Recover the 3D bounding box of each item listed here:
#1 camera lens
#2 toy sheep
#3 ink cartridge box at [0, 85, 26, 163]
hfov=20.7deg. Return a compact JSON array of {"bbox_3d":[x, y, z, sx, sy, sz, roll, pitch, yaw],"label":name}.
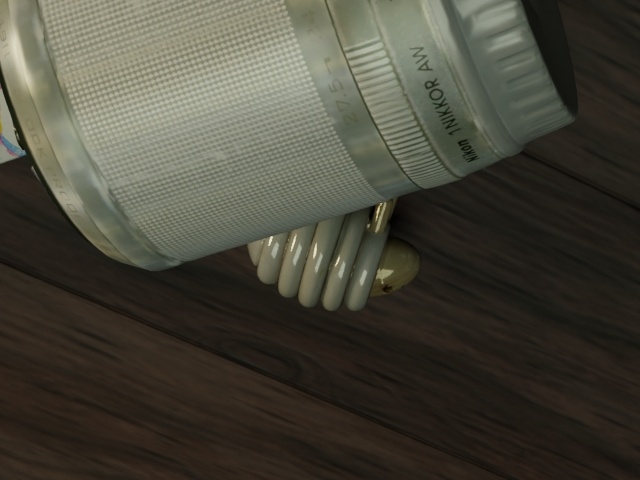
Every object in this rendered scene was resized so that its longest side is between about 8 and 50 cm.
[{"bbox_3d":[-0.023,-0.117,0.936,0.274,0.219,0.219,-17,124,14],"label":"camera lens"},{"bbox_3d":[0.000,0.000,1.111,0.132,0.091,0.091,18,127,6],"label":"toy sheep"},{"bbox_3d":[-0.195,-0.098,1.062,0.122,0.052,0.088,-19,124,14],"label":"ink cartridge box"}]
